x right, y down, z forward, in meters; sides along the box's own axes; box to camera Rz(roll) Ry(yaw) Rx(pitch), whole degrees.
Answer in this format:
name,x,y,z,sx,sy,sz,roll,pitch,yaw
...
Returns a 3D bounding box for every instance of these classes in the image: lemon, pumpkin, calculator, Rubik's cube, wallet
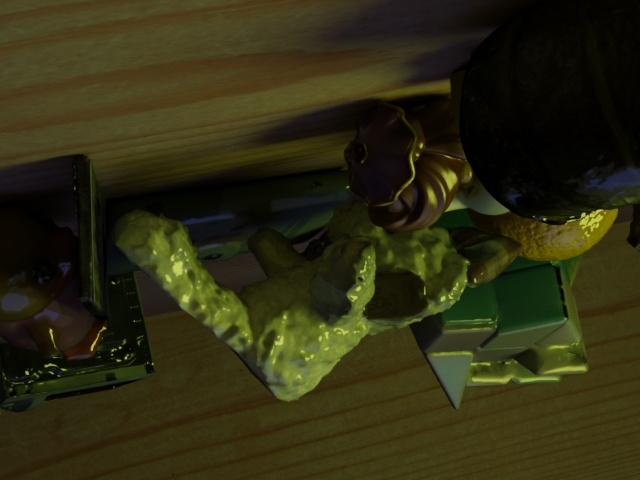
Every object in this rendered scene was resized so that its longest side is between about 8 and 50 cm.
name,x,y,z,sx,sy,sz,roll,pitch,yaw
lemon,0.295,-0.068,1.432,0.188,0.188,0.257,-6,-168,-42
pumpkin,0.304,-0.110,0.909,0.325,0.242,0.232,-14,-177,-24
calculator,-0.260,0.006,1.215,0.021,0.161,0.261,-3,173,-8
Rubik's cube,0.261,0.064,1.709,0.358,0.387,0.368,0,159,-12
wallet,-0.145,-0.025,1.509,0.360,0.083,0.252,-9,167,-22

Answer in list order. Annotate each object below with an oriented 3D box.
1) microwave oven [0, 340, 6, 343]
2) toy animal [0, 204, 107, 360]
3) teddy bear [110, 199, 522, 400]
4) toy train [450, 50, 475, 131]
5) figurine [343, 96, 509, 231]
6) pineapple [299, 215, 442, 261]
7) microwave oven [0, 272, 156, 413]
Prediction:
name,x,y,z,sx,sy,sz,roll,pitch,yaw
microwave oven,-0.467,0.083,1.616,0.163,0.129,0.205,-12,174,-20
toy animal,-0.367,0.043,1.307,0.169,0.195,0.281,-10,158,-4
teddy bear,0.000,0.000,1.304,0.362,0.375,0.327,-45,-168,-8
toy train,0.222,-0.152,1.071,0.219,0.089,0.127,-9,-177,-25
figurine,0.142,-0.092,1.212,0.263,0.142,0.189,-7,140,-27
pineapple,0.076,-0.001,1.572,0.248,0.128,0.128,-44,160,22
microwave oven,-0.466,0.169,1.860,0.295,0.237,0.181,-5,169,-43
